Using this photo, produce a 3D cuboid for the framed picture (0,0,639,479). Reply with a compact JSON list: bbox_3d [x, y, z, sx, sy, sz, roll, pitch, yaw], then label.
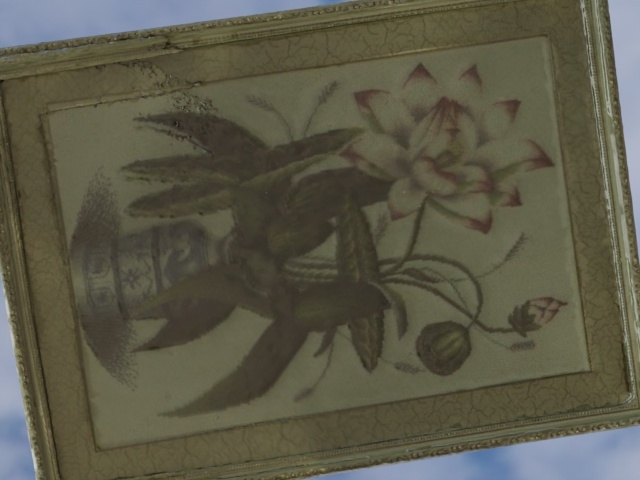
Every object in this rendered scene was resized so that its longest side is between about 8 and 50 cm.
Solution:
[{"bbox_3d":[0.000,0.000,0.693,0.231,0.010,0.173,-10,-85,-2],"label":"framed picture"}]
